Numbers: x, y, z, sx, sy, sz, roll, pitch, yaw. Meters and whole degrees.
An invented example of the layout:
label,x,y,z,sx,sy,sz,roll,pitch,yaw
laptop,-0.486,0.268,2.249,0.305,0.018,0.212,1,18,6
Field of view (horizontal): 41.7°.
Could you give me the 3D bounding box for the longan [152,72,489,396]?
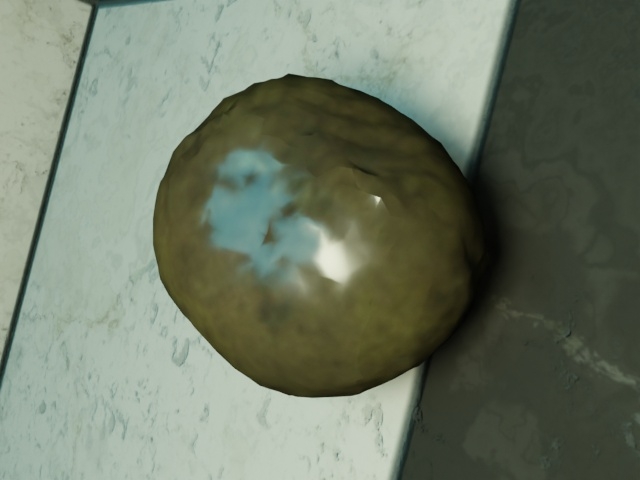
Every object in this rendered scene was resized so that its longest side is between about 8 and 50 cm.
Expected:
label,x,y,z,sx,sy,sz,roll,pitch,yaw
longan,-0.005,0.003,1.112,0.436,0.404,0.404,37,109,19
